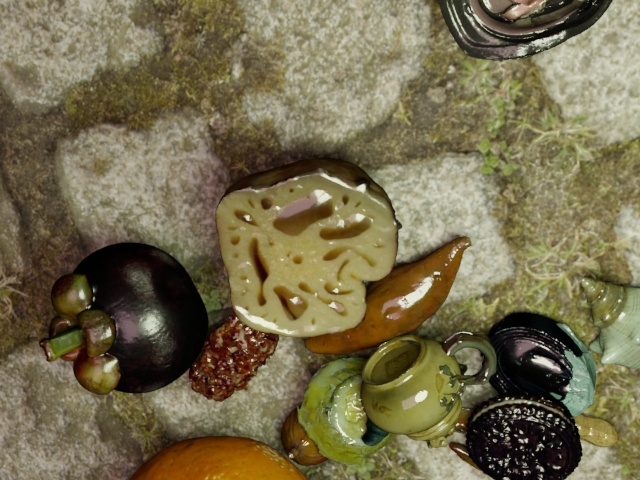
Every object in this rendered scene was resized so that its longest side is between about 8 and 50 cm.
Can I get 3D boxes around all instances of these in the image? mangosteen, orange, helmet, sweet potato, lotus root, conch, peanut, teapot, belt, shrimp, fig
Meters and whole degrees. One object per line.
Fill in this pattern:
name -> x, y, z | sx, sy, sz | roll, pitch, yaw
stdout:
mangosteen -> -0.359, 0.146, 1.497 | 0.275, 0.302, 0.274 | 16, 115, 37
orange -> -0.174, 0.553, 1.516 | 0.424, 0.326, 0.423 | -1, 88, 31
helmet -> 0.318, -0.391, 1.258 | 0.253, 0.154, 0.198 | -10, 119, 37
sweet potato -> 0.122, 0.114, 1.447 | 0.359, 0.112, 0.112 | -42, 87, 20
lotus root -> 0.000, 0.000, 1.402 | 0.316, 0.250, 0.316 | 2, 108, 7
conch -> 0.484, 0.152, 1.343 | 0.137, 0.114, 0.233 | -17, 102, 33
peanut -> 0.443, 0.315, 1.417 | 0.113, 0.054, 0.053 | 16, 106, 17
teapot -> 0.175, 0.253, 1.391 | 0.269, 0.173, 0.182 | -31, 110, 8
belt -> 0.367, 0.208, 1.401 | 0.198, 0.078, 0.151 | 37, 118, 6
shrimp -> 0.287, 0.351, 1.484 | 0.236, 0.053, 0.133 | 15, 126, 10
fig -> -0.012, 0.361, 1.527 | 0.119, 0.153, 0.119 | -2, 102, -10

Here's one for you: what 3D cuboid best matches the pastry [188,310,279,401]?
pastry -> -0.165, 0.218, 1.566 | 0.115, 0.097, 0.208 | 49, 112, 13

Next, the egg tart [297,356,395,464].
egg tart -> 0.063, 0.292, 1.476 | 0.197, 0.078, 0.197 | 3, 79, -18

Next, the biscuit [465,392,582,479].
biscuit -> 0.334, 0.333, 1.396 | 0.195, 0.053, 0.194 | 7, 123, 11
